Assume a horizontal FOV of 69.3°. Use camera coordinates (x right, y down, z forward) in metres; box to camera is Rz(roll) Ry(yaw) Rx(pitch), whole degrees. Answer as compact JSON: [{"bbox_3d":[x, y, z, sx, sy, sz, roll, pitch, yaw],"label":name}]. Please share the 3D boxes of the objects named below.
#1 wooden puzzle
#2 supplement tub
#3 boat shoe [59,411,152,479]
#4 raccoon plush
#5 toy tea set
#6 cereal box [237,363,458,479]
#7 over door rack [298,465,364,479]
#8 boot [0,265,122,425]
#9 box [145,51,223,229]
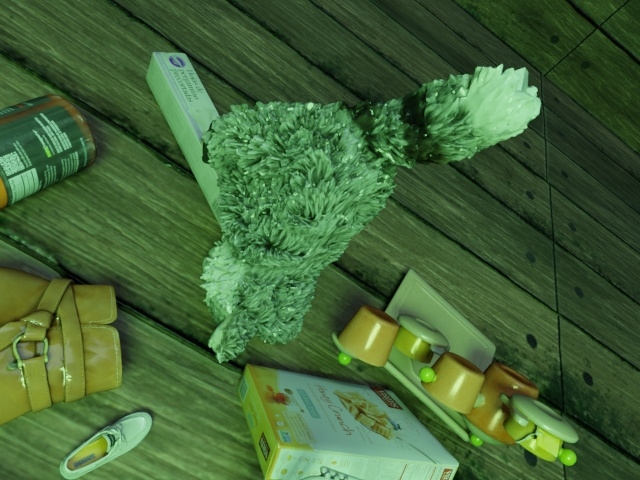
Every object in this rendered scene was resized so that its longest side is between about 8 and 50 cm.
[{"bbox_3d":[0.195,0.187,0.804,0.221,0.044,0.238,43,42,-1],"label":"wooden puzzle"},{"bbox_3d":[-0.385,-0.099,0.560,0.106,0.106,0.198,45,46,0],"label":"supplement tub"},{"bbox_3d":[-0.226,0.217,0.498,0.100,0.035,0.035,-21,73,-41],"label":"boat shoe"},{"bbox_3d":[0.000,0.000,0.529,0.216,0.446,0.299,2,86,-36],"label":"raccoon plush"},{"bbox_3d":[0.167,0.209,0.654,0.336,0.124,0.200,29,8,10],"label":"toy tea set"},{"bbox_3d":[0.027,0.232,0.582,0.240,0.047,0.173,17,7,-24],"label":"cereal box"},{"bbox_3d":[0.066,0.320,0.484,0.324,0.239,0.108,17,51,-24],"label":"over door rack"},{"bbox_3d":[-0.314,0.154,0.451,0.220,0.109,0.283,9,48,-34],"label":"boot"},{"bbox_3d":[-0.194,-0.169,0.765,0.063,0.067,0.324,-17,69,-41],"label":"box"}]
